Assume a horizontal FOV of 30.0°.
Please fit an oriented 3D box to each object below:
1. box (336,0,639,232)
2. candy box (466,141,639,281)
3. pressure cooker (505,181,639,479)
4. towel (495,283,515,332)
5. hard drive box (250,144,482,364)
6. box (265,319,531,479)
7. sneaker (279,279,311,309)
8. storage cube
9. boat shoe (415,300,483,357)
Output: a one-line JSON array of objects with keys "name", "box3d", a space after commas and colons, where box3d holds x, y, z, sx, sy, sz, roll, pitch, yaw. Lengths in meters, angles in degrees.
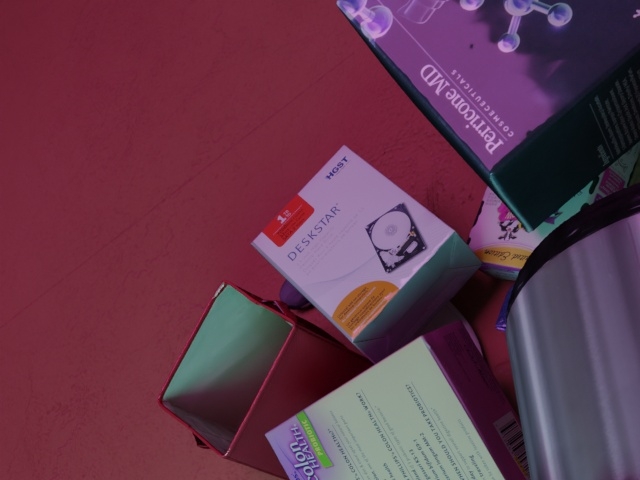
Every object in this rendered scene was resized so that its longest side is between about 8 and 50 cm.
[{"name": "box", "box3d": [0.274, -0.263, 1.336, 0.395, 0.212, 0.293, -41, 63, 6]}, {"name": "candy box", "box3d": [0.285, -0.062, 1.453, 0.159, 0.071, 0.234, 9, 75, 48]}, {"name": "pressure cooker", "box3d": [0.350, 0.194, 0.992, 0.369, 0.375, 0.421, -29, 48, 29]}, {"name": "towel", "box3d": [0.265, 0.088, 1.415, 0.119, 0.029, 0.067, 9, 75, 49]}, {"name": "hard drive box", "box3d": [0.053, 0.017, 1.484, 0.181, 0.089, 0.232, -47, 47, -2]}, {"name": "box", "box3d": [0.100, 0.246, 1.354, 0.243, 0.117, 0.214, -36, 79, 26]}, {"name": "sneaker", "box3d": [0.000, 0.000, 1.696, 0.224, 0.098, 0.083, -47, 41, 15]}, {"name": "storage cube", "box3d": [-0.062, 0.194, 1.570, 0.183, 0.193, 0.215, 26, 88, 51]}, {"name": "boat shoe", "box3d": [0.118, 0.126, 1.524, 0.099, 0.116, 0.319, 96, 155, -47]}]
